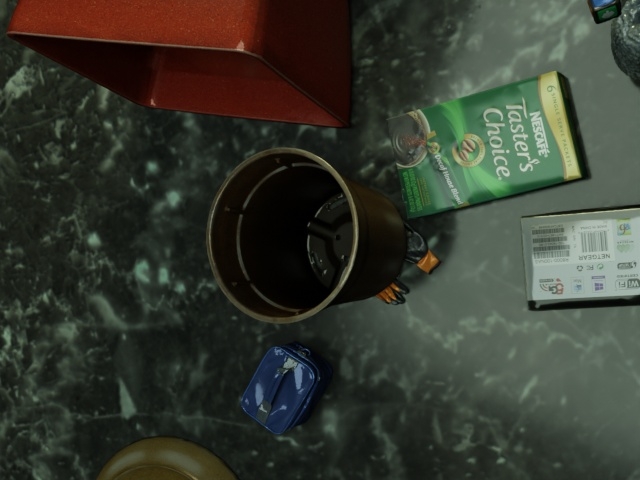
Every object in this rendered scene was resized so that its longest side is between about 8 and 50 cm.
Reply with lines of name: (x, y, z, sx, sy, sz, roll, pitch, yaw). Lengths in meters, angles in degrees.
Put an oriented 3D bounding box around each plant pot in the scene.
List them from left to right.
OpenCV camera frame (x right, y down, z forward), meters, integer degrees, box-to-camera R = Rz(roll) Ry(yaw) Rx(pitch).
plant pot: (-0.183, 0.350, 1.214, 0.236, 0.032, 0.236, 1, 93, 22)
plant pot: (-0.111, -0.270, 1.054, 0.267, 0.267, 0.235, 9, 84, 21)
plant pot: (0.000, 0.000, 1.047, 0.167, 0.165, 0.167, -2, 85, 29)

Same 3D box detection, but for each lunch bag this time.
lunch bag: (-0.036, 0.158, 1.129, 0.067, 0.065, 0.098, 31, 104, 18)

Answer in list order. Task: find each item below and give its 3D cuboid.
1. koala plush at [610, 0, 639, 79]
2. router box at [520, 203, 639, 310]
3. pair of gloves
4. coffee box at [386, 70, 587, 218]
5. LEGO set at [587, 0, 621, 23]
koala plush: (0.310, -0.277, 0.912, 0.203, 0.196, 0.221, -32, 84, 30)
router box: (0.345, 0.004, 0.875, 0.309, 0.243, 0.081, -4, 90, 23)
pair of gloves: (0.079, 0.023, 1.107, 0.074, 0.010, 0.083, 46, 106, 15)
coffee box: (0.167, -0.095, 1.050, 0.184, 0.040, 0.113, -12, 87, 22)
LEGO set: (0.288, -0.270, 0.803, 0.182, 0.060, 0.244, 11, 75, 25)
